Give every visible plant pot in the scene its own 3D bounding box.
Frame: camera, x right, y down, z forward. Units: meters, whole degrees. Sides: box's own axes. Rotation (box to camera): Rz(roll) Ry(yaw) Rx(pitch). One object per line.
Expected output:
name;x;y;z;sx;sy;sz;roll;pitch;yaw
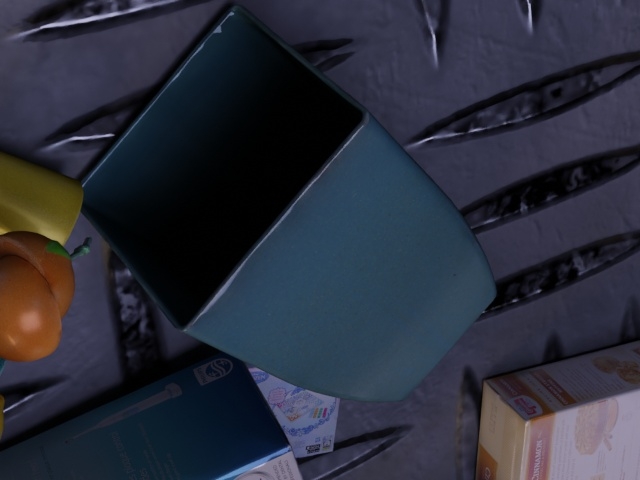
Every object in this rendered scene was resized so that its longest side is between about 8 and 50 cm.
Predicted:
plant pot;0.000;0.000;0.977;0.165;0.166;0.234;-49;134;4

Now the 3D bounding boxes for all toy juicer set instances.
toy juicer set;-0.230;0.117;0.883;0.089;0.209;0.329;31;98;-28

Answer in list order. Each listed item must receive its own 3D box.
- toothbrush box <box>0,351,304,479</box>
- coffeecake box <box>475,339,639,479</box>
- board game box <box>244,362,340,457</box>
toothbrush box;-0.145;0.242;1.040;0.296;0.126;0.216;-23;125;-9
coffeecake box;0.226;0.171;1.250;0.185;0.068;0.142;-12;121;-23
board game box;-0.029;0.123;1.115;0.090;0.020;0.090;-6;121;-26
